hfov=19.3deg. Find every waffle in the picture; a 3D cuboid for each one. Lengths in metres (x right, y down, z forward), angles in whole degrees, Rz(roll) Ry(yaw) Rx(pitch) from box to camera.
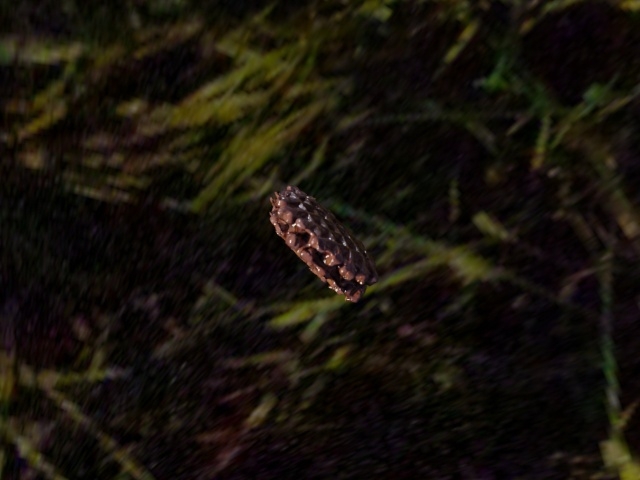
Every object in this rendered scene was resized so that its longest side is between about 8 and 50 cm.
[{"bbox_3d":[0.000,0.000,1.135,0.083,0.075,0.029,42,100,-8],"label":"waffle"}]
